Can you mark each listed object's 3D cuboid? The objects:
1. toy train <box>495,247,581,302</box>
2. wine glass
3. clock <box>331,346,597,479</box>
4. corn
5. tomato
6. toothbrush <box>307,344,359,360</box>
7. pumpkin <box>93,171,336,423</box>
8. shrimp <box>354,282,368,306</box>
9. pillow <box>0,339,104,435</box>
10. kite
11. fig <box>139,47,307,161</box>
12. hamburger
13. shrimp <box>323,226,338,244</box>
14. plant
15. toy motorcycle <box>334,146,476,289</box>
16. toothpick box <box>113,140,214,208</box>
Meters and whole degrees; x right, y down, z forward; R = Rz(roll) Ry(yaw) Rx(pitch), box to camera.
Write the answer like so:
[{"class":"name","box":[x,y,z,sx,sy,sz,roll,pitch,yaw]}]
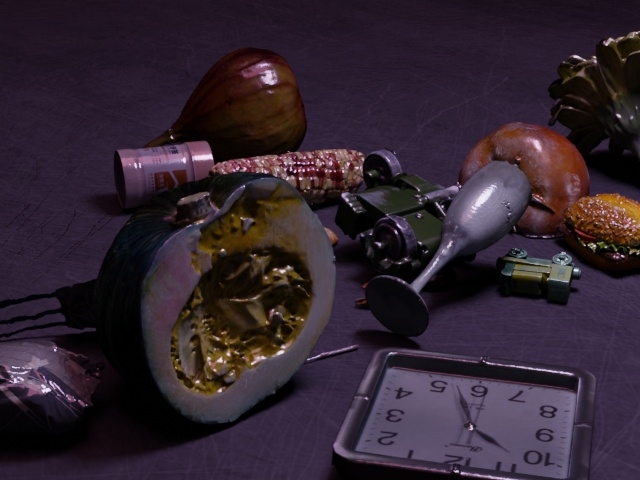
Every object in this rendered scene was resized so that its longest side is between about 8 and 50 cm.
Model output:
[{"class":"toy train","box":[0.308,0.050,1.875,0.122,0.050,0.081,6,34,14]},{"class":"wine glass","box":[0.252,0.049,1.788,0.264,0.096,0.309,34,50,15]},{"class":"clock","box":[0.170,0.209,1.491,0.274,0.049,0.279,6,24,13]},{"class":"corn","box":[-0.050,-0.097,2.140,0.290,0.098,0.098,-9,25,-31]},{"class":"tomato","box":[0.331,-0.110,2.121,0.214,0.155,0.181,18,25,37]},{"class":"toothbrush","box":[0.007,0.146,1.684,0.097,0.006,0.008,-12,23,-27]},{"class":"pumpkin","box":[-0.149,0.054,1.584,0.293,0.263,0.197,-34,28,-35]},{"class":"shrimp","box":[0.093,0.073,1.821,0.092,0.038,0.029,0,-19,-3]},{"class":"pillow","box":[-0.421,0.165,1.511,0.335,0.092,0.161,0,18,-1]},{"class":"kite","box":[-0.323,0.087,1.692,0.245,0.141,0.015,-9,55,-6]},{"class":"fig","box":[-0.184,-0.199,2.293,0.321,0.217,0.217,-25,29,-8]},{"class":"hamburger","box":[0.446,-0.021,1.991,0.137,0.087,0.166,-10,26,-26]},{"class":"shrimp","box":[0.000,0.000,2.005,0.059,0.023,0.108,6,23,-10]},{"class":"plant","box":[0.515,-0.211,2.280,0.261,0.296,0.306,8,-14,27]},{"class":"toy motorcycle","box":[0.114,-0.026,1.959,0.205,0.127,0.275,-18,37,-35]},{"class":"toothpick box","box":[-0.254,-0.107,2.142,0.149,0.098,0.098,-7,25,-17]}]
